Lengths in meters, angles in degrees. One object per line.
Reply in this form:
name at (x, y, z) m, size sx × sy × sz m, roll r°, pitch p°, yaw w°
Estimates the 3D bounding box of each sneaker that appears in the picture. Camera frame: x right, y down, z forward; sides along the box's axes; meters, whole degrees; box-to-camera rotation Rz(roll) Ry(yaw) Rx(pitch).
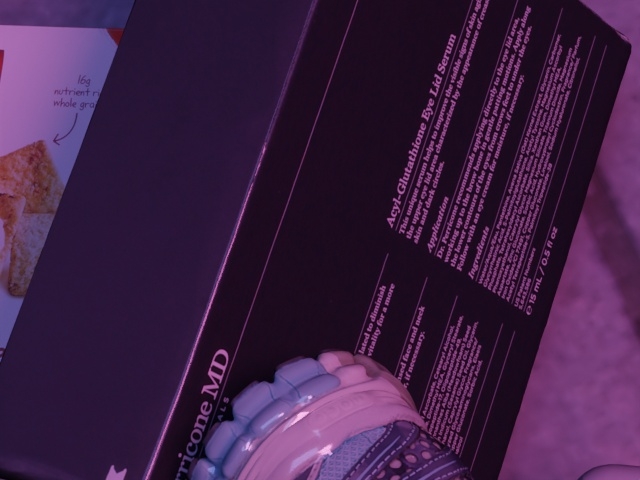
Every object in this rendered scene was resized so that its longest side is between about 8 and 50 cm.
sneaker at (0.022, 0.181, 0.666) m, size 0.110 × 0.283 × 0.122 m, roll -25°, pitch 38°, yaw -23°

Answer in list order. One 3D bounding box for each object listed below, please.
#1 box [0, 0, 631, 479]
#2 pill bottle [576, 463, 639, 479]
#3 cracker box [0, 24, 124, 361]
box at (0.000, 0.000, 0.756) m, size 0.103 × 0.184 × 0.261 m, roll 8°, pitch 73°, yaw 41°
pill bottle at (0.214, 0.162, 0.697) m, size 0.264 × 0.146 × 0.146 m, roll 4°, pitch 75°, yaw 12°
cracker box at (-0.124, 0.025, 0.843) m, size 0.156 × 0.067 × 0.232 m, roll 3°, pitch 74°, yaw 13°
